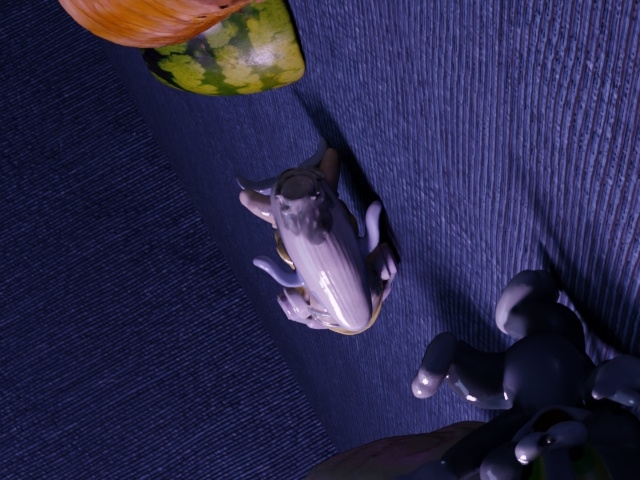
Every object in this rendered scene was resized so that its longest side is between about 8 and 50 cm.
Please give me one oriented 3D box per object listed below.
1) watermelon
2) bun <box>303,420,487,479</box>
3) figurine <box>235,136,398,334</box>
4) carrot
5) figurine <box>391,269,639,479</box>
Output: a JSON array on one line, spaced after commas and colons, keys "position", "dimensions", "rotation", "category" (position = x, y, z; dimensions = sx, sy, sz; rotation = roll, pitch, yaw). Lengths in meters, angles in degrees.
[{"position": [-0.109, -0.203, 1.753], "dimensions": [0.159, 0.128, 0.303], "rotation": [58, 172, 29], "category": "watermelon"}, {"position": [0.128, 0.254, 1.646], "dimensions": [0.293, 0.187, 0.293], "rotation": [31, 152, 18], "category": "bun"}, {"position": [0.000, 0.000, 1.824], "dimensions": [0.184, 0.128, 0.208], "rotation": [67, 180, -55], "category": "figurine"}, {"position": [-0.100, -0.249, 1.488], "dimensions": [0.196, 0.196, 0.254], "rotation": [63, 162, -14], "category": "carrot"}, {"position": [0.136, 0.138, 1.201], "dimensions": [0.265, 0.193, 0.140], "rotation": [-107, -8, -60], "category": "figurine"}]
